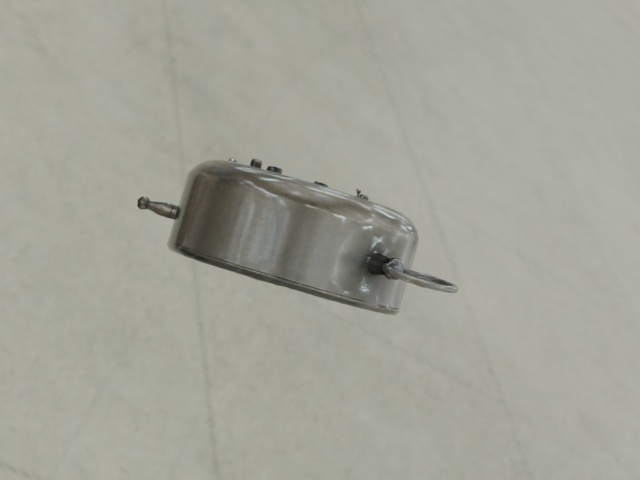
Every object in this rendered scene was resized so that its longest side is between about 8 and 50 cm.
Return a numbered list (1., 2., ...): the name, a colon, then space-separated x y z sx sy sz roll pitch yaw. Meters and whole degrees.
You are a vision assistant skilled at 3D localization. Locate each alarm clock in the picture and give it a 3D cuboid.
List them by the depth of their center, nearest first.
1. alarm clock: 0.000 0.000 0.722 0.129 0.064 0.192 17 3 -43
